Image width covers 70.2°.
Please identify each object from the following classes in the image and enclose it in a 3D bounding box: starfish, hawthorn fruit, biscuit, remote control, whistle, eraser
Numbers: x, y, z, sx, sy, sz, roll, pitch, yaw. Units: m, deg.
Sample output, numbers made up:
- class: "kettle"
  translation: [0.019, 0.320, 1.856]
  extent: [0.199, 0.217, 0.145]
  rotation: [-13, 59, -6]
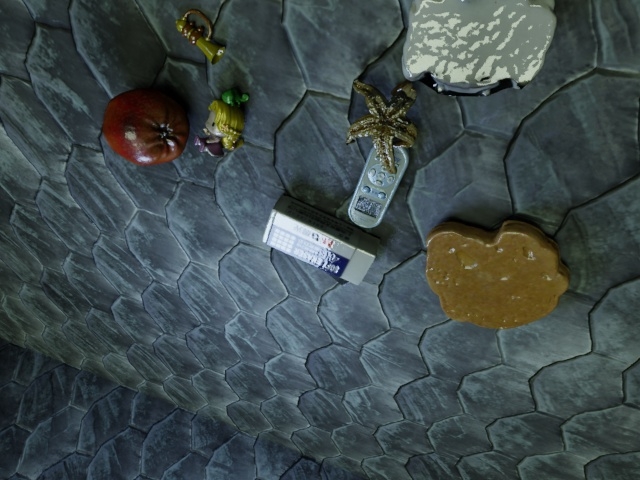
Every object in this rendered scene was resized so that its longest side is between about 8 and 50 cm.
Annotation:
- class: "starfish"
  translation: [0.116, -0.219, 0.887]
  extent: [0.146, 0.074, 0.190]
  rotation: [0, 110, 15]
- class: "hawthorn fruit"
  translation: [-0.412, -0.262, 1.049]
  extent: [0.200, 0.179, 0.179]
  rotation: [14, 137, 35]
- class: "biscuit"
  translation: [0.406, 0.079, 1.075]
  extent: [0.312, 0.057, 0.351]
  rotation: [-17, 123, 34]
- class: "remote control"
  translation: [0.128, -0.126, 1.018]
  extent: [0.087, 0.047, 0.244]
  rotation: [21, 135, 0]
- class: "whistle"
  translation: [-0.245, -0.416, 0.921]
  extent: [0.109, 0.046, 0.057]
  rotation: [44, 147, -9]
- class: "eraser"
  translation: [0.000, 0.000, 1.158]
  extent: [0.279, 0.081, 0.124]
  rotation: [25, 132, 0]

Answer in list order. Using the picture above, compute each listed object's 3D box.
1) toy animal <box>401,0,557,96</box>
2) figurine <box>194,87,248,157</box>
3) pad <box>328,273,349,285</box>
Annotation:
- class: "toy animal"
  translation: [0.237, -0.330, 0.710]
  extent: [0.208, 0.156, 0.204]
  rotation: [6, 130, 8]
- class: "figurine"
  translation: [-0.203, -0.265, 1.022]
  extent: [0.095, 0.115, 0.156]
  rotation: [44, 121, 29]
- class: "pad"
  translation: [0.029, 0.046, 1.244]
  extent: [0.193, 0.004, 0.116]
  rotation: [40, 132, -13]
